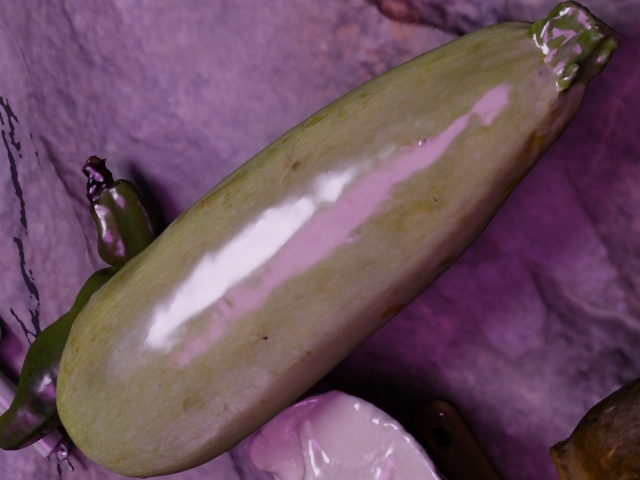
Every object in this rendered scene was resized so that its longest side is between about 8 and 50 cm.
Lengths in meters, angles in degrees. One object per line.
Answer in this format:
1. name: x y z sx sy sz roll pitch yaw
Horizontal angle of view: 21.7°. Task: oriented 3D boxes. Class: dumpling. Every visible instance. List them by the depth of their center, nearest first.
1. dumpling: 0.046 0.154 0.890 0.169 0.100 0.134 65 145 23

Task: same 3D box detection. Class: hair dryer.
1. hair dryer: -0.197 0.099 1.032 0.124 0.038 0.063 47 122 -6

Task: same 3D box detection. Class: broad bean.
1. broad bean: -0.135 0.046 0.971 0.061 0.046 0.195 25 113 9

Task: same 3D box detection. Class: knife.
1. knife: 0.145 0.210 0.924 0.047 0.017 0.298 -30 95 26

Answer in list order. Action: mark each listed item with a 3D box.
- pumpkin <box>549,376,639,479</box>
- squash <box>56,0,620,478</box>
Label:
1. pumpkin: 0.285 0.158 0.752 0.232 0.242 0.325 -38 81 5
2. squash: 0.000 -0.003 0.855 0.370 0.118 0.118 -41 89 24
